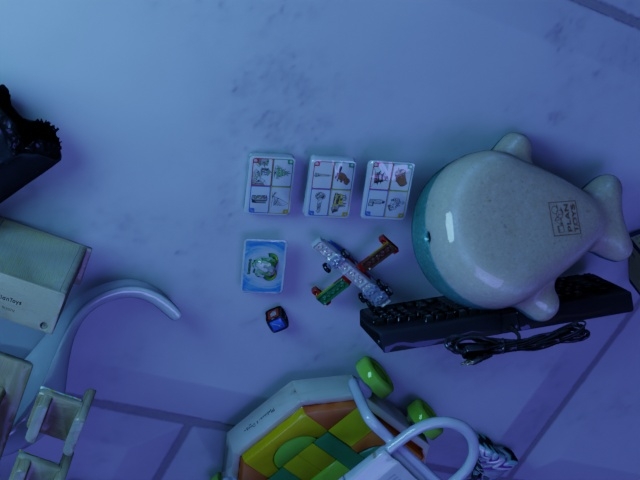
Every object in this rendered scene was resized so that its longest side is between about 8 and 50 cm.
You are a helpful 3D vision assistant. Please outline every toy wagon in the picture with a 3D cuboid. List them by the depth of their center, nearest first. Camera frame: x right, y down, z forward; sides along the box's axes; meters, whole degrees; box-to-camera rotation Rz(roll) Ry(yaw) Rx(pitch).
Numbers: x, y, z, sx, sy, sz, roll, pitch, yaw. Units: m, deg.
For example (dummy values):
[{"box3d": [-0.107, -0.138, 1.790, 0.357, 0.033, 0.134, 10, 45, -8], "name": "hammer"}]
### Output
[{"box3d": [0.033, 0.298, 1.804, 0.267, 0.068, 0.344, -39, 129, 12], "name": "toy wagon"}]

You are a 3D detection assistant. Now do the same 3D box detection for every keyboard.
[{"box3d": [0.213, 0.087, 1.629, 0.317, 0.201, 0.033, -9, 110, -15], "name": "keyboard"}]

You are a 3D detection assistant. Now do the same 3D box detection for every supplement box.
[{"box3d": [0.426, 0.037, 1.739, 0.056, 0.083, 0.083, -19, 129, -8], "name": "supplement box"}]

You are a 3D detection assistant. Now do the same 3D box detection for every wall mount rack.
[{"box3d": [0.057, 0.329, 1.708, 0.350, 0.130, 0.304, -39, 123, 9], "name": "wall mount rack"}]

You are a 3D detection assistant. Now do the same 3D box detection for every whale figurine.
[{"box3d": [0.225, -0.012, 1.593, 0.272, 0.216, 0.141, -7, 173, -30], "name": "whale figurine"}]

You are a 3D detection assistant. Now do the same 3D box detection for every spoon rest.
[{"box3d": [-0.286, 0.135, 1.536, 0.276, 0.137, 0.084, -39, 112, -7], "name": "spoon rest"}]

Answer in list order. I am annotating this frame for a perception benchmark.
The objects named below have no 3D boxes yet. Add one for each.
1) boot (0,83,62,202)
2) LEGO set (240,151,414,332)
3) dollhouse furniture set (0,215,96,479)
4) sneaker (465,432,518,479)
[{"box3d": [-0.392, -0.085, 1.328, 0.207, 0.094, 0.246, -41, 136, 17], "name": "boot"}, {"box3d": [0.000, 0.000, 1.592, 0.183, 0.060, 0.244, 2, 125, -7], "name": "LEGO set"}, {"box3d": [-0.328, 0.120, 1.420, 0.212, 0.161, 0.242, 20, 106, -7], "name": "dollhouse furniture set"}, {"box3d": [0.216, 0.303, 1.895, 0.098, 0.038, 0.069, 32, 109, -36], "name": "sneaker"}]
